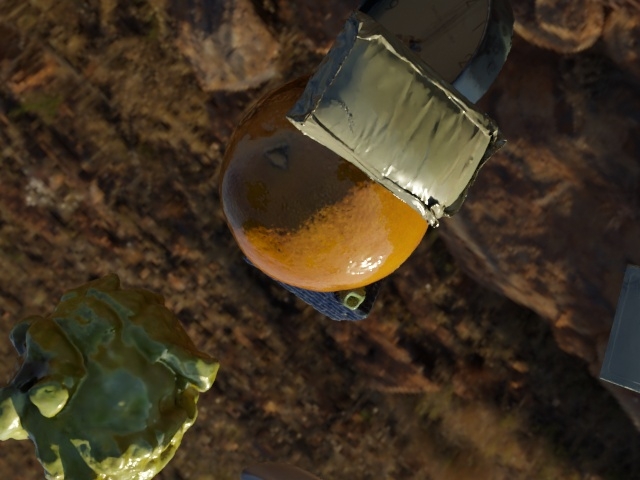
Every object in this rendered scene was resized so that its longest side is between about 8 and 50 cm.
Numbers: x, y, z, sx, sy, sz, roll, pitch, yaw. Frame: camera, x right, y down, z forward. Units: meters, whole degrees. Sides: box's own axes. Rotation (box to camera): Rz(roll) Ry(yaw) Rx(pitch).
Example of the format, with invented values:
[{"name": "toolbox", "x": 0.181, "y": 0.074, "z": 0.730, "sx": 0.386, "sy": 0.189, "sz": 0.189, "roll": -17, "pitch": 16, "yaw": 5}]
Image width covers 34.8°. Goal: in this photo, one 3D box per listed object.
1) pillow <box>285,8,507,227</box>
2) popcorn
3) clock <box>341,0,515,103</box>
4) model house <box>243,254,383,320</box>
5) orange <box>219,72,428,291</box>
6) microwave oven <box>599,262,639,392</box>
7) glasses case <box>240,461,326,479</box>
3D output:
[{"name": "pillow", "x": 0.074, "y": -0.103, "z": 0.907, "sx": 0.208, "sy": 0.119, "sz": 0.053, "roll": 34, "pitch": 171, "yaw": -32}, {"name": "popcorn", "x": -0.245, "y": 0.165, "z": 1.181, "sx": 0.255, "sy": 0.256, "sz": 0.195, "roll": 3, "pitch": 177, "yaw": -4}, {"name": "clock", "x": 0.149, "y": -0.300, "z": 1.587, "sx": 0.312, "sy": 0.312, "sz": 0.061, "roll": 10, "pitch": 163, "yaw": 44}, {"name": "model house", "x": 0.000, "y": 0.000, "z": 1.457, "sx": 0.194, "sy": 0.170, "sz": 0.211, "roll": 37, "pitch": -163, "yaw": -20}, {"name": "orange", "x": 0.009, "y": -0.069, "z": 1.207, "sx": 0.261, "sy": 0.261, "sz": 0.261, "roll": 30, "pitch": 150, "yaw": 20}, {"name": "microwave oven", "x": 0.577, "y": 0.156, "z": 1.690, "sx": 0.129, "sy": 0.205, "sz": 0.163, "roll": 13, "pitch": -177, "yaw": -29}, {"name": "glasses case", "x": -0.015, "y": 0.249, "z": 0.980, "sx": 0.164, "sy": 0.063, "sz": 0.041, "roll": 14, "pitch": 98, "yaw": 49}]
